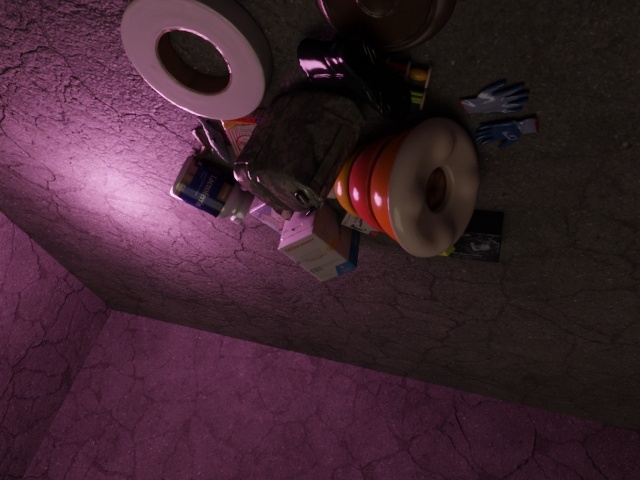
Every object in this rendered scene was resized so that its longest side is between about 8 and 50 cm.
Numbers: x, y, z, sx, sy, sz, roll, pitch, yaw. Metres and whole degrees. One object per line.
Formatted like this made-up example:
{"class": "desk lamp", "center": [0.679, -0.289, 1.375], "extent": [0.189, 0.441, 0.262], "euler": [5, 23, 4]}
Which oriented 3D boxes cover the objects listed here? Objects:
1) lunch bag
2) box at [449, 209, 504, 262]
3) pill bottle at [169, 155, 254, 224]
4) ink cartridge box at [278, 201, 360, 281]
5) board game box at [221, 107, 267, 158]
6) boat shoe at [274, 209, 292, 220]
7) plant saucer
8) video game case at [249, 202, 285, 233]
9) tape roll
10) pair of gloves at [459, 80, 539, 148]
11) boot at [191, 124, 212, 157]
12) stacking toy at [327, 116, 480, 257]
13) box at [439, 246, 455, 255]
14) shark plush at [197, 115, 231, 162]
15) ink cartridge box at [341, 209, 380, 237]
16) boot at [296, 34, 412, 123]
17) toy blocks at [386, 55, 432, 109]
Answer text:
{"class": "lunch bag", "center": [-0.041, -0.223, 1.295], "extent": [0.212, 0.305, 0.255], "euler": [40, 160, -33]}
{"class": "box", "center": [0.488, -0.015, 1.601], "extent": [0.155, 0.093, 0.158], "euler": [7, 147, 20]}
{"class": "pill bottle", "center": [-0.373, -0.168, 1.773], "extent": [0.264, 0.153, 0.153], "euler": [27, 150, -16]}
{"class": "ink cartridge box", "center": [0.000, 0.000, 1.803], "extent": [0.171, 0.168, 0.232], "euler": [-24, 131, 35]}
{"class": "board game box", "center": [-0.206, -0.317, 1.535], "extent": [0.146, 0.045, 0.194], "euler": [10, 150, 16]}
{"class": "boat shoe", "center": [-0.118, -0.166, 1.627], "extent": [0.130, 0.133, 0.355], "euler": [27, 158, -3]}
{"class": "plant saucer", "center": [0.120, -0.503, 1.035], "extent": [0.310, 0.050, 0.311], "euler": [15, 151, 8]}
{"class": "video game case", "center": [-0.140, -0.083, 1.914], "extent": [0.201, 0.023, 0.183], "euler": [34, 147, -25]}
{"class": "tape roll", "center": [-0.315, -0.474, 1.306], "extent": [0.391, 0.072, 0.392], "euler": [15, 151, 8]}
{"class": "pair of gloves", "center": [0.434, -0.298, 1.227], "extent": [0.159, 0.023, 0.198], "euler": [-4, 142, 38]}
{"class": "boot", "center": [-0.391, -0.321, 1.642], "extent": [0.106, 0.037, 0.114], "euler": [-11, 144, 21]}
{"class": "stacking toy", "center": [0.159, -0.166, 1.415], "extent": [0.479, 0.351, 0.350], "euler": [16, 157, 47]}
{"class": "box", "center": [0.341, -0.033, 1.613], "extent": [0.178, 0.042, 0.109], "euler": [54, 169, -9]}
{"class": "shark plush", "center": [-0.321, -0.319, 1.577], "extent": [0.073, 0.067, 0.161], "euler": [-18, 125, 1]}
{"class": "ink cartridge box", "center": [0.148, -0.075, 1.729], "extent": [0.135, 0.056, 0.099], "euler": [20, 151, -3]}
{"class": "boot", "center": [0.075, -0.373, 1.172], "extent": [0.246, 0.094, 0.207], "euler": [36, 176, -35]}
{"class": "toy blocks", "center": [0.181, -0.375, 1.207], "extent": [0.147, 0.054, 0.123], "euler": [15, 151, 8]}
